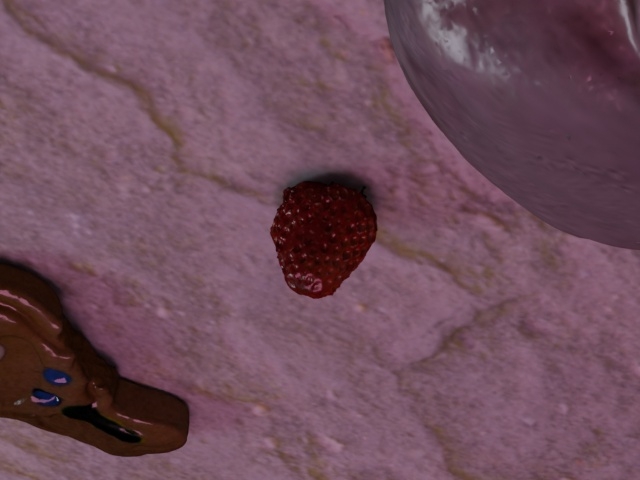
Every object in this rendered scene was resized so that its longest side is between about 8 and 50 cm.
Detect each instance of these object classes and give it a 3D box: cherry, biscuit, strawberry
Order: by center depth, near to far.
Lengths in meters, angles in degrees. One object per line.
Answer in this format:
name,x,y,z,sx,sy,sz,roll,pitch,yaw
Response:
cherry,0.168,-0.129,0.875,0.326,0.291,0.335,14,161,-41
strawberry,0.000,0.000,1.258,0.073,0.083,0.073,6,128,8
biscuit,-0.239,0.092,1.462,0.183,0.047,0.320,-23,135,40
